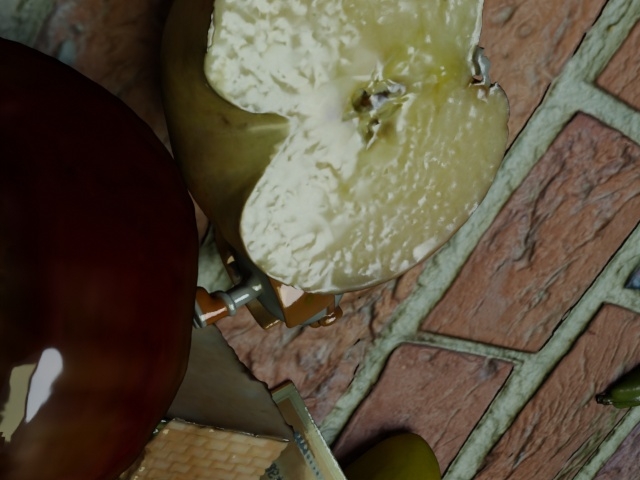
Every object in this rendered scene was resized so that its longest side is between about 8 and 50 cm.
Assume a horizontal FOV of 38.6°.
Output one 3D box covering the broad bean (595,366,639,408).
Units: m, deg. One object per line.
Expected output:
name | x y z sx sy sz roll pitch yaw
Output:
broad bean | 0.491 0.185 1.297 0.214 0.070 0.048 -31 117 9

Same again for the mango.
mango | 0.018 0.375 1.098 0.332 0.195 0.142 -42 107 2

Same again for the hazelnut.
hazelnut | -0.271 0.054 0.593 0.421 0.353 0.421 -44 169 -11

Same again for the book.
book | -0.097 0.288 1.019 0.242 0.018 0.170 -29 96 -5

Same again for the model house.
model house | -0.156 0.175 0.850 0.166 0.183 0.172 19 113 -37

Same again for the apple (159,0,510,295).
apple | -0.001 -0.124 0.709 0.251 0.163 0.293 -22 124 -23

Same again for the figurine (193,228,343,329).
figurine | 0.001 0.010 0.841 0.271 0.143 0.143 -12 129 -19
